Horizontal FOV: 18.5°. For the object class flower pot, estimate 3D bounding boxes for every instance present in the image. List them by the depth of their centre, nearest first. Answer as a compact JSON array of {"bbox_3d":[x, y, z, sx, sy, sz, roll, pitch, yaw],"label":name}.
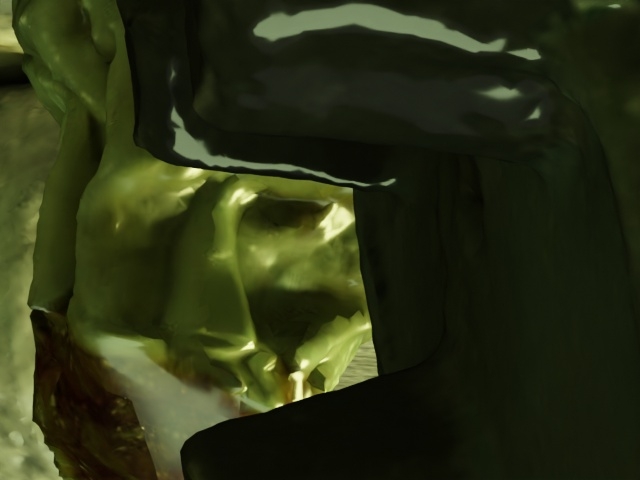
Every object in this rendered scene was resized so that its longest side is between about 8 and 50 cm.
[{"bbox_3d":[0.100,-0.007,0.464,0.283,0.299,0.299,-2,172,-11],"label":"flower pot"}]

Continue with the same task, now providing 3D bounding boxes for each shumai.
[{"bbox_3d":[0.000,0.000,0.773,0.261,0.221,0.225,1,170,-23],"label":"shumai"}]

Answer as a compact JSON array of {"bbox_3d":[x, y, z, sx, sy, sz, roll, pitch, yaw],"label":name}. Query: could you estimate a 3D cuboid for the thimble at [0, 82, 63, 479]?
[{"bbox_3d":[-0.138,0.028,0.990,0.157,0.217,0.245,0,-175,21],"label":"thimble"}]
